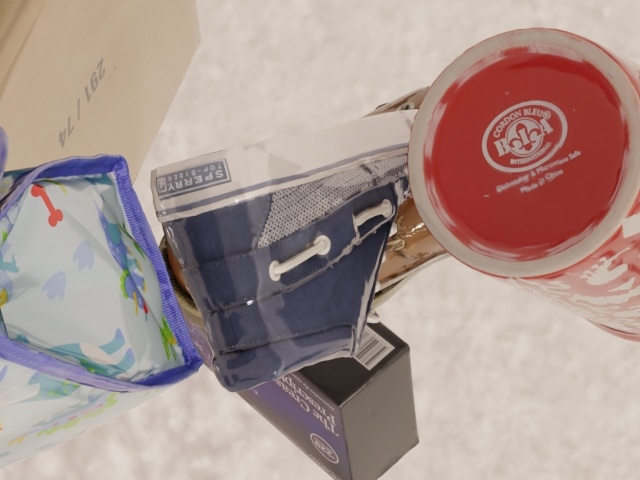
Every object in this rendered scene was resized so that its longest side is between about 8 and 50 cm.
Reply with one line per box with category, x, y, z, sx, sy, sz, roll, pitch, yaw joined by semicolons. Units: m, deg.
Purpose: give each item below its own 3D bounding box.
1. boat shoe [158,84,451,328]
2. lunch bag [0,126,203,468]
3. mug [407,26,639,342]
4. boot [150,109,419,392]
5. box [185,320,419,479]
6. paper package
boat shoe;0.052;-0.039;0.935;0.110;0.307;0.104;59;149;22
lunch bag;-0.124;0.030;0.491;0.096;0.129;0.151;67;-166;0
mug;0.119;-0.037;0.658;0.113;0.169;0.150;38;102;27
boot;0.000;0.000;0.660;0.069;0.190;0.086;-13;93;30
box;-0.028;0.112;1.695;0.261;0.103;0.184;38;158;30
paper package;-0.214;-0.092;1.014;0.168;0.325;0.309;19;159;10
